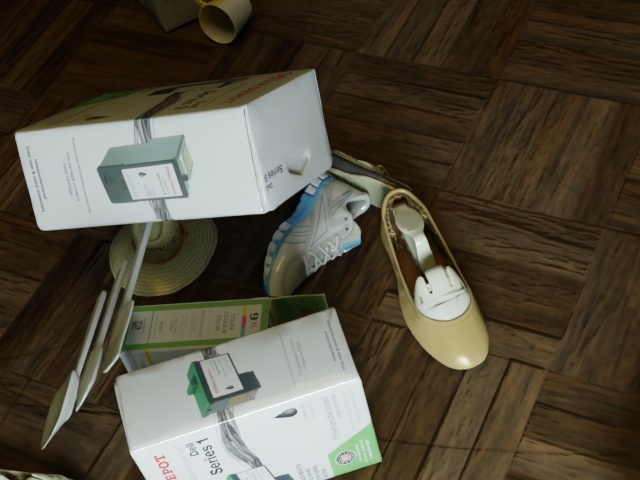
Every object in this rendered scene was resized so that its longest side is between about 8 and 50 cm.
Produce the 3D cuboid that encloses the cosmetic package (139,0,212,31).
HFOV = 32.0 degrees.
[{"bbox_3d":[-0.108,-0.491,1.608,0.385,0.217,0.156,-27,50,-13],"label":"cosmetic package"}]

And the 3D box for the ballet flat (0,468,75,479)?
[{"bbox_3d":[-0.302,0.256,1.120,0.168,0.052,0.057,1,50,13],"label":"ballet flat"}]

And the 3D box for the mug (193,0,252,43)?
[{"bbox_3d":[-0.132,-0.325,1.566,0.062,0.078,0.064,-7,33,43],"label":"mug"}]

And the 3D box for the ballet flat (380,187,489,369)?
[{"bbox_3d":[0.113,0.035,1.202,0.080,0.073,0.232,-21,49,-5],"label":"ballet flat"}]

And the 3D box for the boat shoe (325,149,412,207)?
[{"bbox_3d":[0.055,-0.074,1.328,0.137,0.049,0.043,20,55,32],"label":"boat shoe"}]

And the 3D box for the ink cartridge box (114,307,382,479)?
[{"bbox_3d":[-0.066,0.173,1.068,0.219,0.160,0.093,-18,49,-2],"label":"ink cartridge box"}]

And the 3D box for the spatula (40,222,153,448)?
[{"bbox_3d":[-0.232,0.091,1.176,0.019,0.168,0.242,26,33,-17],"label":"spatula"}]

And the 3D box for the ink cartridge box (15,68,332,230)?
[{"bbox_3d":[-0.158,-0.106,1.268,0.289,0.122,0.211,-4,18,22],"label":"ink cartridge box"}]

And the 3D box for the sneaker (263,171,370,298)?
[{"bbox_3d":[0.000,0.000,1.263,0.082,0.071,0.191,17,56,18],"label":"sneaker"}]

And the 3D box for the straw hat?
[{"bbox_3d":[-0.193,-0.009,1.316,0.144,0.061,0.144,-7,49,8],"label":"straw hat"}]

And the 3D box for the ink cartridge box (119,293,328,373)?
[{"bbox_3d":[-0.091,0.116,1.155,0.209,0.109,0.062,-5,50,8],"label":"ink cartridge box"}]
